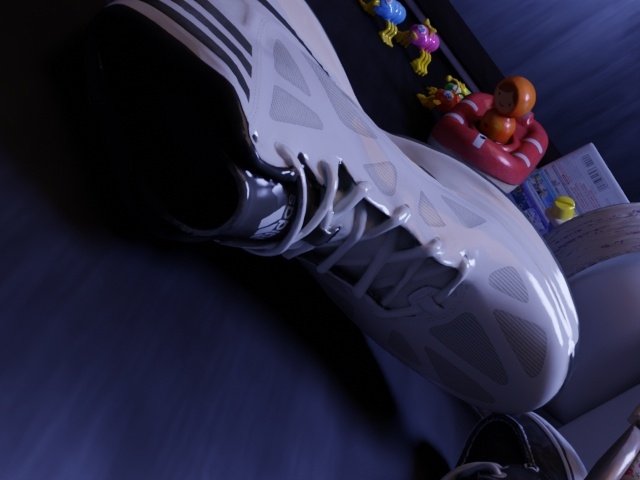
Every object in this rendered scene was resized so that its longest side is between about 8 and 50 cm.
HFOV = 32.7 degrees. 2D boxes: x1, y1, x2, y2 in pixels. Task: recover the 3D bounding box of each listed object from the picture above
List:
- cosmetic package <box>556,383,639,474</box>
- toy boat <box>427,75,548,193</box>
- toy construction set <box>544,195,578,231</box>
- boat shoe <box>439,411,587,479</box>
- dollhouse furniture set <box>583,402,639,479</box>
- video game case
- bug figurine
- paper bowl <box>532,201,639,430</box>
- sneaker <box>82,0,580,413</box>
[{"bbox_3d":[0.459,0.334,1.026,0.394,0.327,0.329,47,20,-28],"label":"cosmetic package"},{"bbox_3d":[0.257,-0.169,1.568,0.151,0.151,0.231,32,36,10],"label":"toy boat"},{"bbox_3d":[0.399,0.087,1.386,0.151,0.215,0.328,90,5,-56],"label":"toy construction set"},{"bbox_3d":[0.123,0.203,0.769,0.102,0.108,0.301,51,26,-20],"label":"boat shoe"},{"bbox_3d":[0.294,0.217,0.624,0.303,0.174,0.355,38,35,15],"label":"dollhouse furniture set"},{"bbox_3d":[0.354,-0.013,1.571,0.212,0.193,0.023,65,6,27],"label":"video game case"},{"bbox_3d":[0.177,-0.292,1.793,0.279,0.072,0.216,60,18,13],"label":"bug figurine"},{"bbox_3d":[0.335,0.113,1.157,0.284,0.284,0.148,45,21,-29],"label":"paper bowl"},{"bbox_3d":[-0.001,0.000,0.765,0.447,0.169,0.257,46,28,-6],"label":"sneaker"}]
